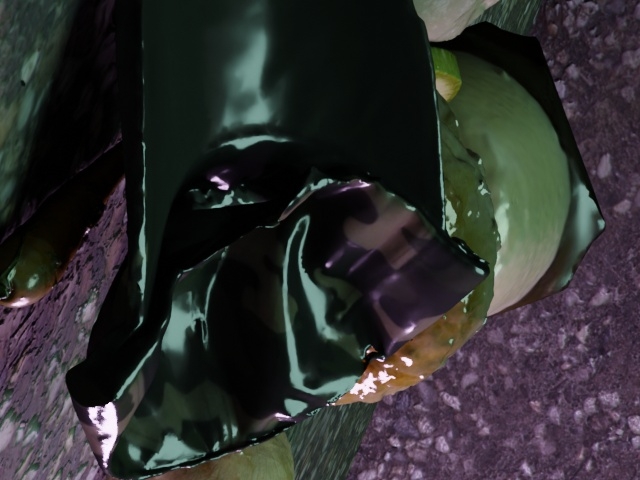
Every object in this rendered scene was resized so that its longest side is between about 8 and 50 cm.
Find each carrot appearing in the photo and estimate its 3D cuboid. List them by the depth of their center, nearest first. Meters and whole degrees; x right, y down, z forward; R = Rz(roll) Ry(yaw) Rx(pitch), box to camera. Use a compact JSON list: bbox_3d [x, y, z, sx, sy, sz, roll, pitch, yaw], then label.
[{"bbox_3d":[-0.175,-0.023,1.293,0.254,0.049,0.049,-60,169,-57],"label":"carrot"}]

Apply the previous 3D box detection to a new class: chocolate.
[{"bbox_3d":[0.108,-0.044,1.895,0.297,0.326,0.314,-35,107,-76],"label":"chocolate"}]

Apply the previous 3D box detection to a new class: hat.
[{"bbox_3d":[-0.071,-0.040,1.332,0.366,0.381,0.257,-9,170,-40],"label":"hat"}]

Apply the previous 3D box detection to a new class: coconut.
[{"bbox_3d":[-0.112,0.226,1.773,0.194,0.194,0.194,23,90,-80],"label":"coconut"}]

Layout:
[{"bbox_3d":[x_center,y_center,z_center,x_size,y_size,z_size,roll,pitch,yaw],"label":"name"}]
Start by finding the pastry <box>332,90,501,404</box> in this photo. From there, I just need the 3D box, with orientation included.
[{"bbox_3d":[0.000,0.000,1.508,0.136,0.330,0.329,-49,160,-63],"label":"pastry"}]

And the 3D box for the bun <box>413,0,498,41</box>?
[{"bbox_3d":[0.106,-0.331,1.561,0.365,0.219,0.365,19,90,-80],"label":"bun"}]

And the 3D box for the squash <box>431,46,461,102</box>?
[{"bbox_3d":[0.022,-0.123,1.651,0.219,0.219,0.041,33,42,-80],"label":"squash"}]
